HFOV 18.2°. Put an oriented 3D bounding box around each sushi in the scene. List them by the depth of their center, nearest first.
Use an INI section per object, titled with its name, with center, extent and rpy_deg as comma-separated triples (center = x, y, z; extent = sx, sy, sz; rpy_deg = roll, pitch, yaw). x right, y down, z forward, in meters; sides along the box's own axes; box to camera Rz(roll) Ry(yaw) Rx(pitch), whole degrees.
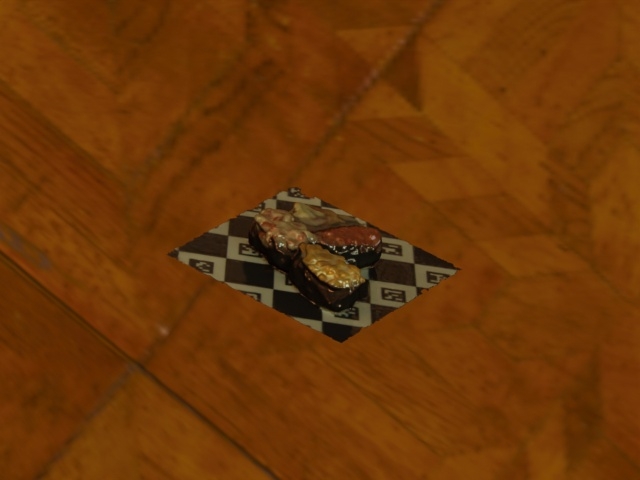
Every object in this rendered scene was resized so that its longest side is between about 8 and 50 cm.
[sushi]
center = 0.000, 0.000, 1.088
extent = 0.126, 0.120, 0.026
rpy_deg = -29, 137, -51
